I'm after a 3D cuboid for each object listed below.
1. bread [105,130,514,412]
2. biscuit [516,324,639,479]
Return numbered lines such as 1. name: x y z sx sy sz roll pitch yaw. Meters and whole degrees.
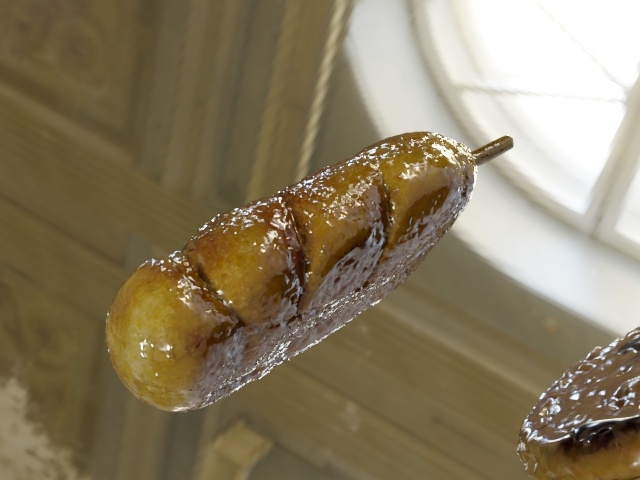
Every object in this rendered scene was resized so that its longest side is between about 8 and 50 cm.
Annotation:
1. bread: 0.002 0.001 1.055 0.344 0.084 0.124 -31 -23 -32
2. biscuit: 0.260 0.085 1.006 0.296 0.075 0.296 -26 5 2
